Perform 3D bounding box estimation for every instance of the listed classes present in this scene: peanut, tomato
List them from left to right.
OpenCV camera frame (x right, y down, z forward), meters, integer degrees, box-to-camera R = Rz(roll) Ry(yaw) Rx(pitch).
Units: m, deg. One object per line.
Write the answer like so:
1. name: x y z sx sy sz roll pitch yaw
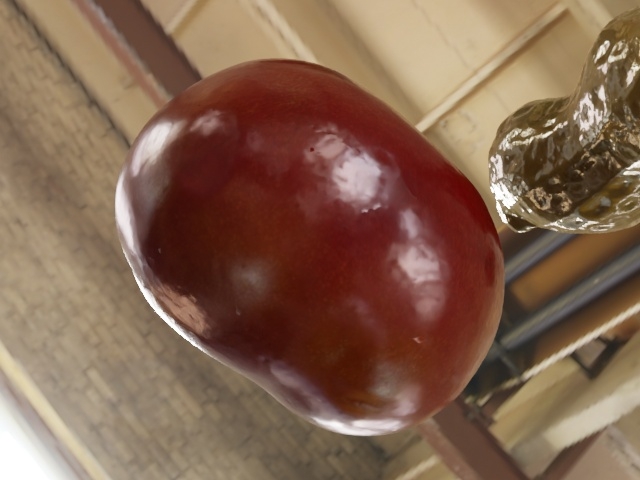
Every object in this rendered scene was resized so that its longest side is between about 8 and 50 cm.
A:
1. tomato: 0.000 0.000 0.599 0.195 0.195 0.136 41 -86 13
2. peanut: 0.186 -0.067 0.775 0.101 0.117 0.263 20 -28 -16
